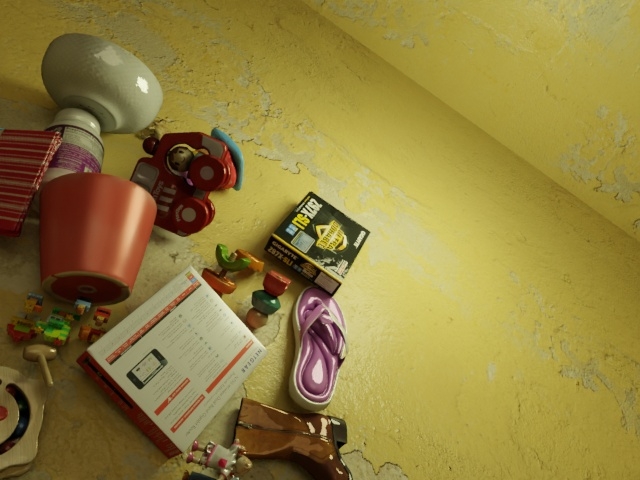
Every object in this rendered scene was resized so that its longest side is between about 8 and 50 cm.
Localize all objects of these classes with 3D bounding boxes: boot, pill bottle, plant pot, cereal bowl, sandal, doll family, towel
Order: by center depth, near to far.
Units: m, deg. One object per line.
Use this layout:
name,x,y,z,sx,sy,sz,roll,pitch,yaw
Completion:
doll family,-0.223,0.550,1.123,0.163,0.119,0.263,15,39,4
boot,-0.068,0.505,1.256,0.280,0.096,0.264,17,46,-17
plant pot,-0.545,0.011,1.303,0.274,0.275,0.244,10,59,-24
towel,-0.752,-0.145,1.317,0.198,0.031,0.275,7,70,21
pill bottle,-0.679,-0.214,1.464,0.169,0.169,0.302,10,48,-24
sandal,0.010,0.271,1.485,0.169,0.102,0.417,21,39,-15
cereal bowl,-0.641,-0.419,1.567,0.338,0.339,0.141,20,62,-15

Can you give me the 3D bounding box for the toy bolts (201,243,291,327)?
toy bolts,-0.206,0.134,1.509,0.228,0.159,0.218,29,2,9

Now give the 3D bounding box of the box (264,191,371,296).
box,0.000,0.000,1.729,0.257,0.079,0.322,33,36,2

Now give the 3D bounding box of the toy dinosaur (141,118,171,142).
toy dinosaur,-0.530,-0.350,1.758,0.092,0.053,0.183,9,49,-26

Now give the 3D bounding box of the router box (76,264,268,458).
router box,-0.328,0.270,1.266,0.301,0.082,0.335,49,43,-4

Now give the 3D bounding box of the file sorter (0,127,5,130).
file sorter,-0.903,-0.273,1.427,0.170,0.104,0.118,45,45,11

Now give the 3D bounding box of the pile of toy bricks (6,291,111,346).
pile of toy bricks,-0.574,0.193,1.196,0.212,0.118,0.105,18,26,-15

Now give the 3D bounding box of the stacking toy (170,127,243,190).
stacking toy,-0.394,-0.201,1.657,0.301,0.166,0.175,-29,63,-32

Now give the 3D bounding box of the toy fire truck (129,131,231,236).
toy fire truck,-0.400,-0.167,1.517,0.253,0.303,0.169,23,6,-7

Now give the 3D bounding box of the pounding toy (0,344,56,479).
pounding toy,-0.613,0.316,1.047,0.154,0.155,0.270,14,47,-27
